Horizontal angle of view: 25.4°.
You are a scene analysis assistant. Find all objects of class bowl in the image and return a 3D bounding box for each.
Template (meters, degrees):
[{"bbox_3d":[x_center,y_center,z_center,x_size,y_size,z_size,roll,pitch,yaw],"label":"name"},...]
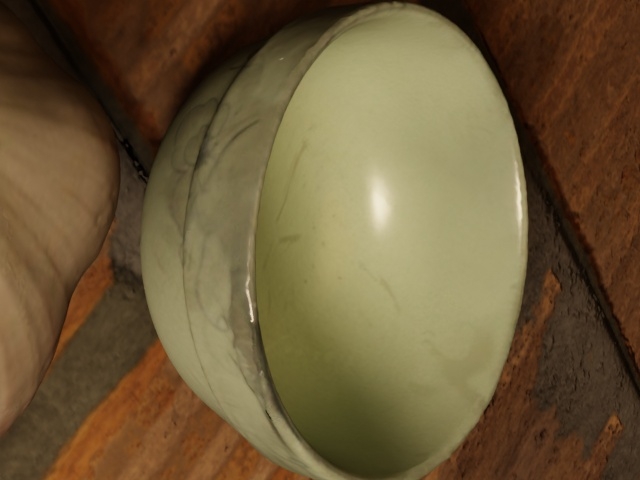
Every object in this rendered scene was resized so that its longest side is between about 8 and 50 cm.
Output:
[{"bbox_3d":[0.000,0.000,0.933,0.307,0.163,0.307,-7,99,-49],"label":"bowl"}]

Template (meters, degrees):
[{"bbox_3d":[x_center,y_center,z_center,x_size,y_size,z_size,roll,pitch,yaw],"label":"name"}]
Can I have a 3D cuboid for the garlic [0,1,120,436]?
[{"bbox_3d":[-0.252,-0.010,0.583,0.317,0.259,0.317,11,61,-21],"label":"garlic"}]
